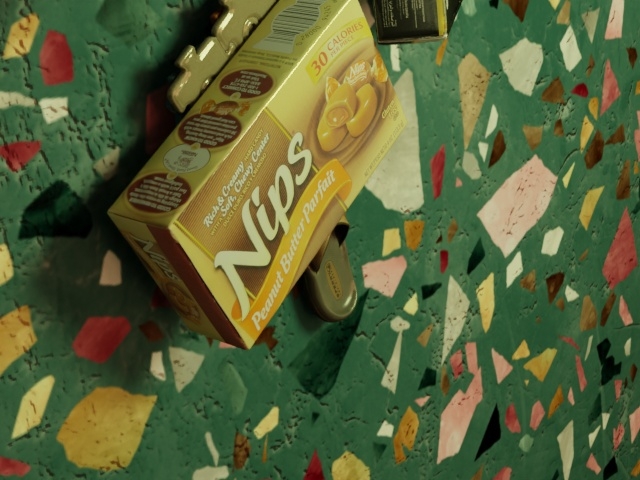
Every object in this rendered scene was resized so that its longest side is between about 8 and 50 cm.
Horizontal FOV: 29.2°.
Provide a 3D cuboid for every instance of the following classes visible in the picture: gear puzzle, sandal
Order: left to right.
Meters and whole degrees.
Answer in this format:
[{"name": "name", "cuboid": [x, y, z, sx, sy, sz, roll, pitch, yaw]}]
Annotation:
[{"name": "gear puzzle", "cuboid": [-0.047, -0.228, 1.253, 0.339, 0.044, 0.175, -58, 143, -21]}, {"name": "sandal", "cuboid": [0.000, 0.000, 1.347, 0.090, 0.060, 0.219, -41, 123, -36]}]

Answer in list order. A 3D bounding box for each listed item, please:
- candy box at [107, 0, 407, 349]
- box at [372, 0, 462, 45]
[{"name": "candy box", "cuboid": [-0.048, -0.075, 1.194, 0.316, 0.087, 0.183, -54, 139, -25]}, {"name": "box", "cuboid": [0.096, -0.388, 1.268, 0.257, 0.079, 0.322, -66, 152, -67]}]
